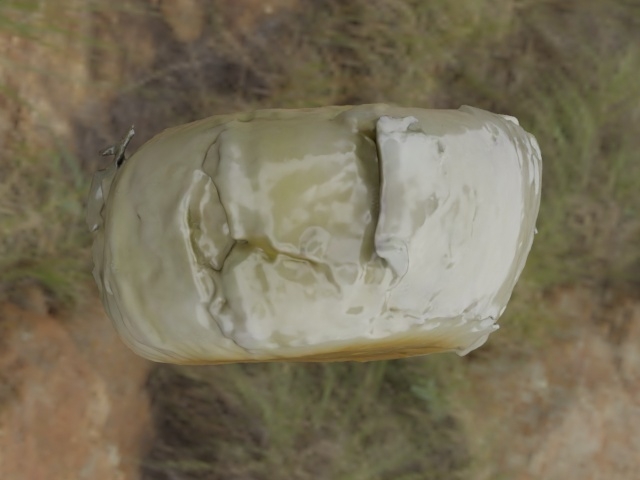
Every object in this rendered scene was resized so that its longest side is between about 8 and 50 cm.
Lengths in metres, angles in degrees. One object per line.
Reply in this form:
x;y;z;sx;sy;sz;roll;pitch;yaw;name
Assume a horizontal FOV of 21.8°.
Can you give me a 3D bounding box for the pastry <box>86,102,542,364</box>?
0.000;0.000;0.594;0.166;0.166;0.088;4;81;-59;pastry
